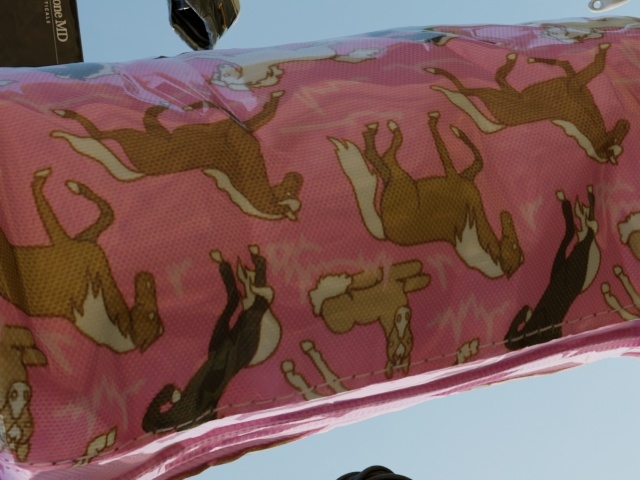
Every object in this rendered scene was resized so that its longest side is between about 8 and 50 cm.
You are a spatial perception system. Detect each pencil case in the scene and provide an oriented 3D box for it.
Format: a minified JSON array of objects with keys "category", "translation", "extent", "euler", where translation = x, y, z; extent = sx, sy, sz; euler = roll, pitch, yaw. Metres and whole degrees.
[{"category":"pencil case","translation":[0.000,0.000,0.580],"extent":[0.386,0.167,0.160],"euler":[-9,-73,-34]}]

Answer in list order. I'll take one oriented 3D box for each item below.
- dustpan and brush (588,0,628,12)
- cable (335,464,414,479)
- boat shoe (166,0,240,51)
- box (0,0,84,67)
[{"category":"dustpan and brush","translation":[0.413,-0.310,1.709],"extent":[0.211,0.060,0.147],"euler":[-22,-86,-18]},{"category":"cable","translation":[0.049,0.325,1.579],"extent":[0.184,0.150,0.047],"euler":[-26,-38,-15]},{"category":"boat shoe","translation":[-0.153,-0.300,1.628],"extent":[0.183,0.065,0.083],"euler":[58,-144,-28]},{"category":"box","translation":[-0.255,-0.059,1.009],"extent":[0.184,0.103,0.261],"euler":[-3,-106,-21]}]
